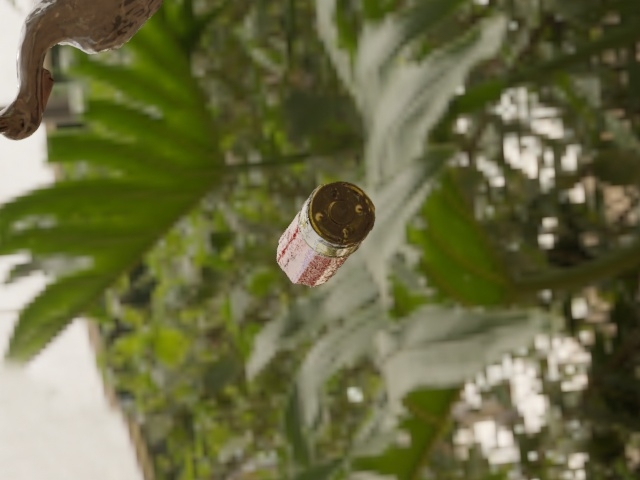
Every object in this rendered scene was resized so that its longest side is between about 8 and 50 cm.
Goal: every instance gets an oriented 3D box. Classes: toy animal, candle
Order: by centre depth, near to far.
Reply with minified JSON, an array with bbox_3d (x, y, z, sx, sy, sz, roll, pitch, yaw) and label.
[{"bbox_3d":[0.000,0.000,1.315,0.131,0.052,0.052,125,141,-68],"label":"candle"},{"bbox_3d":[-0.221,-0.215,1.664,0.195,0.090,0.324,27,-93,-55],"label":"toy animal"}]
